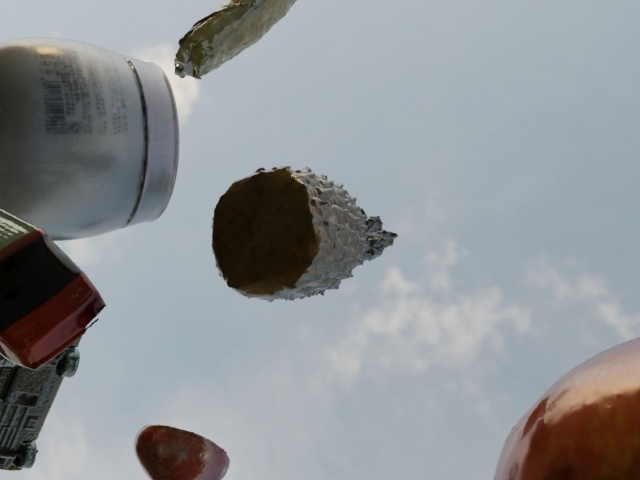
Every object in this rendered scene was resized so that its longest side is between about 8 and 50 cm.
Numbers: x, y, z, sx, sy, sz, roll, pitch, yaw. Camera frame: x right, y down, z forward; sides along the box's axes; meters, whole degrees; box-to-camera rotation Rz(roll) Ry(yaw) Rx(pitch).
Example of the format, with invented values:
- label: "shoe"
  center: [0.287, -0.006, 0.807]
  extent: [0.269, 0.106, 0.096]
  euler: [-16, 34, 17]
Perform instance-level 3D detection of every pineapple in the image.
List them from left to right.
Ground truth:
- label: "pineapple"
  center: [0.000, 0.000, 1.460]
  extent: [0.202, 0.362, 0.201]
  euler: [-4, -97, 29]

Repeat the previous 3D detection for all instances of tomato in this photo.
- label: "tomato"
  center: [-0.234, 0.365, 1.567]
  extent: [0.159, 0.139, 0.091]
  euler: [13, -125, 17]

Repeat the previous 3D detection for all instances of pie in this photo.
- label: "pie"
  center: [-0.110, -0.344, 1.498]
  extent: [0.068, 0.282, 0.128]
  euler: [39, -28, 7]

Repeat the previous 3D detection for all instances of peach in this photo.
- label: "peach"
  center: [0.324, 0.238, 0.860]
  extent: [0.370, 0.370, 0.369]
  euler: [-5, -98, 37]

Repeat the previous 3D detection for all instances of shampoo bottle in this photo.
- label: "shampoo bottle"
  center: [-0.343, -0.135, 1.323]
  extent: [0.273, 0.266, 0.272]
  euler: [-1, -91, 59]

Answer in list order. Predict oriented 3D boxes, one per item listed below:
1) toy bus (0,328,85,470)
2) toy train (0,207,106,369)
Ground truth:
- label: "toy bus"
  center: [-0.486, 0.222, 1.585]
  extent: [0.335, 0.121, 0.123]
  euler: [-62, -146, 21]
- label: "toy train"
  center: [-0.333, -0.004, 0.836]
  extent: [0.409, 0.086, 0.089]
  euler: [20, -39, 43]
